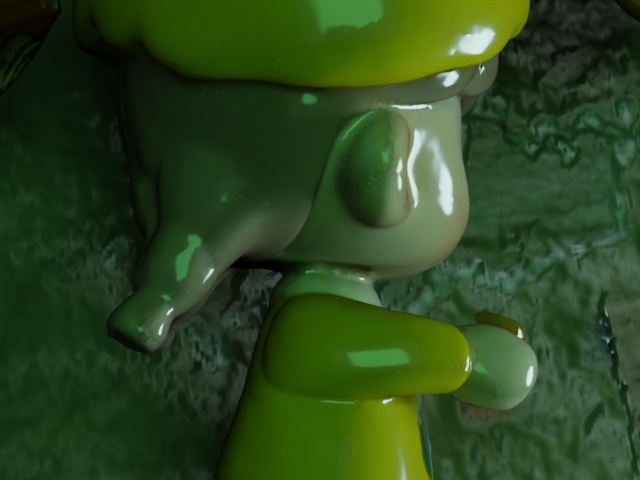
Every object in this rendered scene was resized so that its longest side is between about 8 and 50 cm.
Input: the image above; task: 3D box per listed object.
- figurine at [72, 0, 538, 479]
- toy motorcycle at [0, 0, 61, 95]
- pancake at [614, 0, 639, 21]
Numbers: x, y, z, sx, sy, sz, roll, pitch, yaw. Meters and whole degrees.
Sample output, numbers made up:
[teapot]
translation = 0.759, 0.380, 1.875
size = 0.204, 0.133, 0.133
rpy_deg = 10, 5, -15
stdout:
[figurine]
translation = 0.000, 0.000, 0.532
size = 0.187, 0.215, 0.343
rpy_deg = -1, 80, -14
[toy motorcycle]
translation = -0.270, -0.089, 0.487
size = 0.401, 0.134, 0.207
rpy_deg = -4, 97, -9
[pancake]
translation = 0.076, -0.179, 0.605
size = 0.250, 0.250, 0.031
rpy_deg = 40, 107, -5
